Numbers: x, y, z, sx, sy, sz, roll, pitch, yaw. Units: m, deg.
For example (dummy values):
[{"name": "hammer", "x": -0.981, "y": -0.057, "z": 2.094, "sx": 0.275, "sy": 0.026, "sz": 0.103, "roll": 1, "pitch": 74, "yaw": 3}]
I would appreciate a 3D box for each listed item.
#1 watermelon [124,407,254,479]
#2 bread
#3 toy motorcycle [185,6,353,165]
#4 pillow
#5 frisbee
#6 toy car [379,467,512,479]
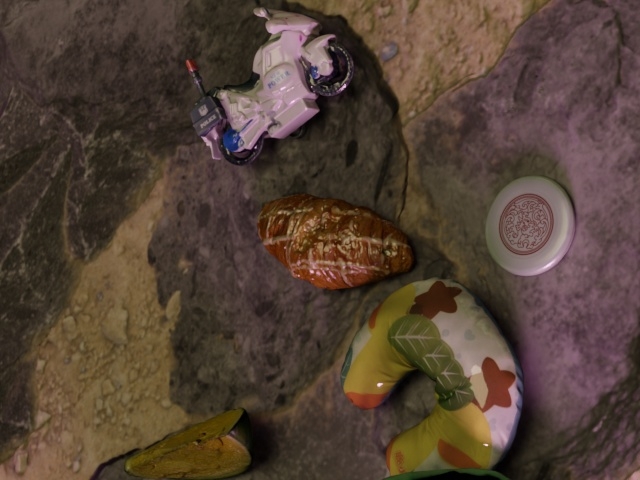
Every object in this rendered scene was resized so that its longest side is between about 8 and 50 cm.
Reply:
[{"name": "watermelon", "x": -0.135, "y": 0.230, "z": 1.951, "sx": 0.181, "sy": 0.092, "sz": 0.075, "roll": -25, "pitch": 50, "yaw": 40}, {"name": "bread", "x": 0.000, "y": 0.000, "z": 1.911, "sx": 0.233, "sy": 0.076, "sz": 0.105, "roll": 16, "pitch": 87, "yaw": 41}, {"name": "toy motorcycle", "x": -0.065, "y": -0.193, "z": 1.997, "sx": 0.221, "sy": 0.102, "sz": 0.150, "roll": -37, "pitch": 71, "yaw": 25}, {"name": "pillow", "x": 0.121, "y": 0.156, "z": 1.779, "sx": 0.214, "sy": 0.086, "sz": 0.233, "roll": -48, "pitch": 56, "yaw": 31}, {"name": "frisbee", "x": 0.221, "y": -0.016, "z": 1.779, "sx": 0.110, "sy": 0.014, "sz": 0.110, "roll": -10, "pitch": 73, "yaw": 35}, {"name": "toy car", "x": 0.138, "y": 0.407, "z": 1.626, "sx": 0.176, "sy": 0.213, "sz": 0.359, "roll": 118, "pitch": 143, "yaw": -55}]
